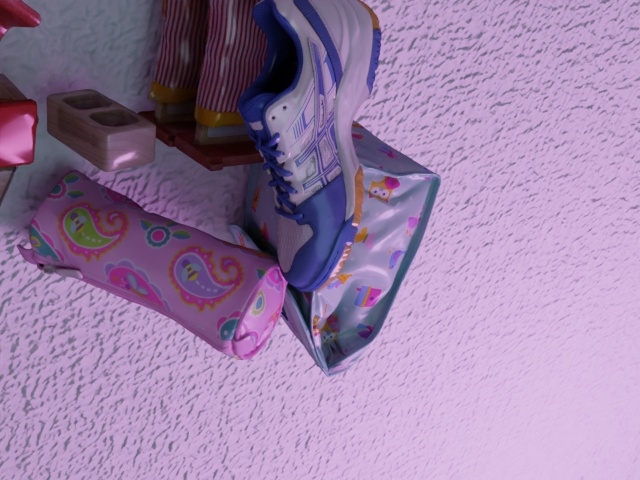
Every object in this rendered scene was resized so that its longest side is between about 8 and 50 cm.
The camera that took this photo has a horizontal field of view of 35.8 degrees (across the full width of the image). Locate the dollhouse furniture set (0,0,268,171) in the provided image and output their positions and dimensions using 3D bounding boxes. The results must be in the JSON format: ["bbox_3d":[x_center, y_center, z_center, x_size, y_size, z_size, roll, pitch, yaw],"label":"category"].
[{"bbox_3d":[-0.192,-0.171,0.964,0.374,0.152,0.201,-14,123,-42],"label":"dollhouse furniture set"}]

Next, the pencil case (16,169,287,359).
[{"bbox_3d":[-0.178,0.027,1.061,0.124,0.284,0.124,-59,163,-31],"label":"pencil case"}]

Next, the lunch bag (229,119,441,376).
[{"bbox_3d":[0.000,0.000,1.177,0.160,0.223,0.262,5,112,-30],"label":"lunch bag"}]

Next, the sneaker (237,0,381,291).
[{"bbox_3d":[-0.030,-0.097,0.978,0.130,0.111,0.297,2,96,-36],"label":"sneaker"}]

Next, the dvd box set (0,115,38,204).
[{"bbox_3d":[-0.525,-0.063,0.943,0.420,0.062,0.308,21,103,-36],"label":"dvd box set"}]
